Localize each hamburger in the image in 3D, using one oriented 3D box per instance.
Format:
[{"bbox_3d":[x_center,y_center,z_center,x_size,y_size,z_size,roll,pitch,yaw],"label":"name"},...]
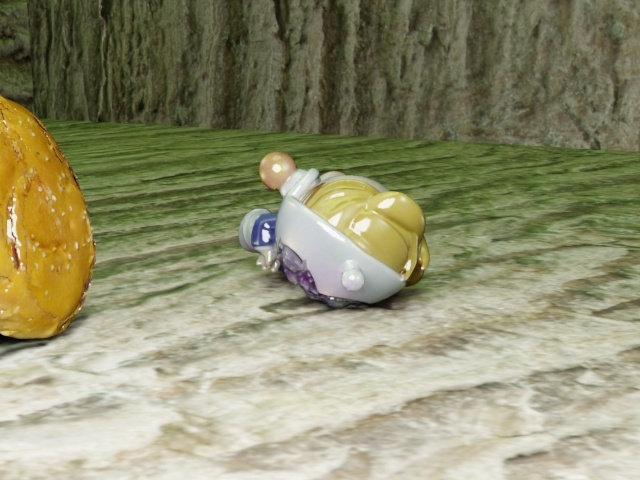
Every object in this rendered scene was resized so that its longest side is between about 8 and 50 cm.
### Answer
[{"bbox_3d":[-0.330,-0.017,1.067,0.211,0.245,0.260,-7,-31,17],"label":"hamburger"}]

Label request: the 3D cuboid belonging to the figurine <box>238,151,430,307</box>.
[{"bbox_3d":[-0.009,-0.006,1.198,0.274,0.133,0.194,14,-24,46],"label":"figurine"}]
